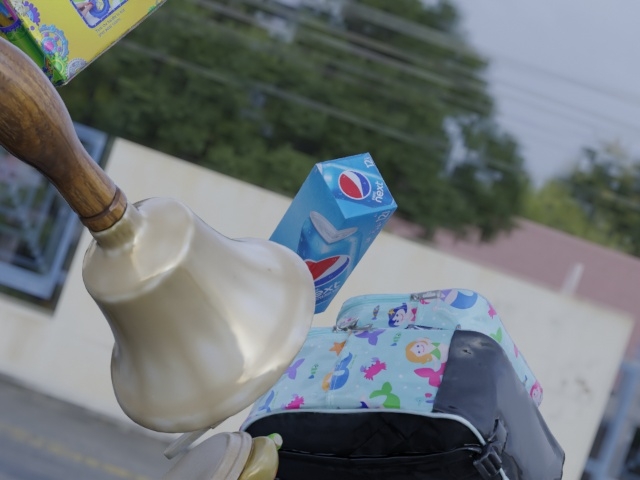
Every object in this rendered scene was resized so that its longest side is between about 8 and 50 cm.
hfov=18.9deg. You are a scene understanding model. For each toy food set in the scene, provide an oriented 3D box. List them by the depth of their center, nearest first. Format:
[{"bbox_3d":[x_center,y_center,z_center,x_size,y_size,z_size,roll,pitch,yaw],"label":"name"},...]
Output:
[{"bbox_3d":[-0.080,0.175,1.248,0.038,0.132,0.192,44,34,-12],"label":"toy food set"}]

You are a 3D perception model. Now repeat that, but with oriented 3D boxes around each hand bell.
[{"bbox_3d":[-0.113,-0.022,0.957,0.126,0.126,0.242,20,-24,44],"label":"hand bell"}]

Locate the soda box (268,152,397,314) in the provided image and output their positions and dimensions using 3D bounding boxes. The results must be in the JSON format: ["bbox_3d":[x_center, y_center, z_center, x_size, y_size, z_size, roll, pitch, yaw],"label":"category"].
[{"bbox_3d":[0.000,0.000,2.000,0.067,0.071,0.210,-14,-26,-31],"label":"soda box"}]

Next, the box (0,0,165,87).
[{"bbox_3d":[-0.368,-0.305,2.125,0.290,0.177,0.279,-10,-61,55],"label":"box"}]

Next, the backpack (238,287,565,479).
[{"bbox_3d":[0.065,0.159,1.671,0.253,0.191,0.225,-10,-44,27],"label":"backpack"}]
